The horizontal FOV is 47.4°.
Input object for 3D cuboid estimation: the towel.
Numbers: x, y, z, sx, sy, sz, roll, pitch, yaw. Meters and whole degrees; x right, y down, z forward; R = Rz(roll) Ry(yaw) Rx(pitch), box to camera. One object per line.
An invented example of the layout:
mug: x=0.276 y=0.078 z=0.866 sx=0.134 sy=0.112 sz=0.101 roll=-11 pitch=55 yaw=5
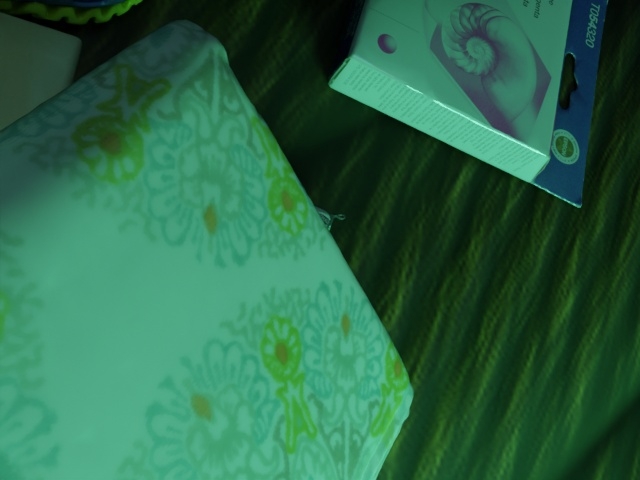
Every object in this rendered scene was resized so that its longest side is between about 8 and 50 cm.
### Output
towel: x=-0.087 y=0.088 z=0.472 sx=0.374 sy=0.090 sz=0.320 roll=60 pitch=40 yaw=-23

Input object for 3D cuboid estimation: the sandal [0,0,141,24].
sandal: x=-0.226 y=-0.244 z=0.564 sx=0.317 sy=0.138 sz=0.126 roll=-35 pitch=89 yaw=-44

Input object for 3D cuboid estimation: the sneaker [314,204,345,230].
sneaker: x=0.000 y=0.000 z=0.663 sx=0.069 sy=0.038 sz=0.098 roll=-34 pitch=90 yaw=-28

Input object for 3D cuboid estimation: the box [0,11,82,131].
box: x=-0.259 y=0.010 z=0.483 sx=0.121 sy=0.148 sz=0.310 roll=14 pitch=70 yaw=-21

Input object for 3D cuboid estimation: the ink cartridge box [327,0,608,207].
ink cartridge box: x=0.200 y=-0.245 z=0.814 sx=0.330 sy=0.071 sz=0.324 roll=22 pitch=66 yaw=-16
